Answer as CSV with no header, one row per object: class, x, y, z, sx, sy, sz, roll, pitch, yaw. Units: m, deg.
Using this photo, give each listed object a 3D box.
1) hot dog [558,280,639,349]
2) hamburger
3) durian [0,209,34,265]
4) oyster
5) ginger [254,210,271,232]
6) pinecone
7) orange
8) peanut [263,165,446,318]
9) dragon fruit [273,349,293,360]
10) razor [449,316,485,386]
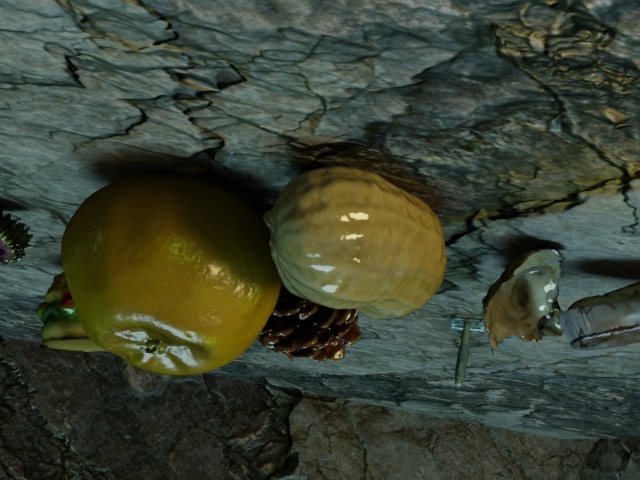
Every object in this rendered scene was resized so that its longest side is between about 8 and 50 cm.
hot dog,0.465,0.097,1.527,0.268,0.075,0.144,-13,162,12
hamburger,-0.403,0.123,2.017,0.237,0.148,0.237,-1,169,0
durian,-0.521,-0.032,1.619,0.187,0.119,0.108,-4,128,1
oyster,0.278,0.079,1.547,0.107,0.161,0.233,46,-173,29
ginger,-0.006,0.002,1.501,0.214,0.058,0.133,4,161,9
pinecone,-0.035,0.084,1.616,0.186,0.168,0.212,9,168,15
orange,-0.187,0.043,1.383,0.279,0.235,0.279,10,158,4
peanut,0.054,0.012,1.299,0.174,0.158,0.340,-45,146,18
dragon fruit,-0.022,0.138,1.916,0.166,0.136,0.133,-7,165,10
razor,0.262,0.206,2.029,0.068,0.135,0.040,4,147,15
